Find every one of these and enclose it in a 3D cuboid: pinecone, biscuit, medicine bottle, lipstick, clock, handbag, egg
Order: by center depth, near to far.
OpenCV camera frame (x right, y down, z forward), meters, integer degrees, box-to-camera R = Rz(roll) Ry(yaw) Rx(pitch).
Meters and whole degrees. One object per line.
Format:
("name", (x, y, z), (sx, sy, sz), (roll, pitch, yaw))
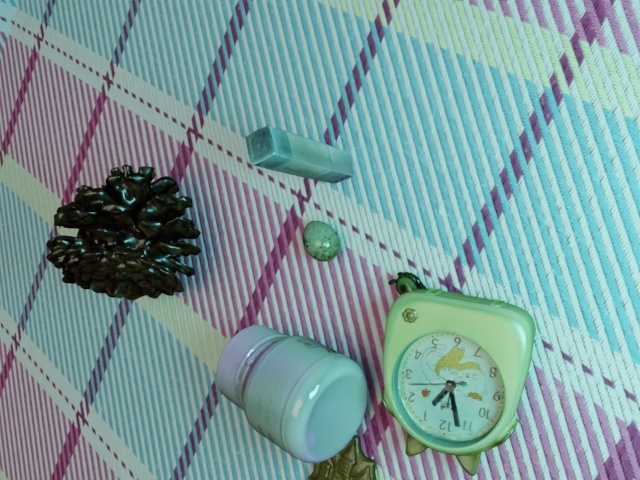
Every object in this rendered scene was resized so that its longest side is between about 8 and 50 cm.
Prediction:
("clock", (0.267, 0.282, 1.237), (0.286, 0.117, 0.349), (10, 97, 25))
("handbag", (0.206, 0.115, 1.342), (0.111, 0.047, 0.072), (51, 125, 17))
("lipstick", (-0.036, -0.183, 1.355), (0.066, 0.317, 0.068), (-21, 77, 31))
("medicine bottle", (-0.071, 0.334, 1.397), (0.302, 0.241, 0.241), (19, 98, 41))
("biscuit", (0.054, 0.555, 1.427), (0.182, 0.034, 0.215), (17, 97, 32))
("egg", (0.000, 0.000, 1.461), (0.085, 0.085, 0.110), (-48, 64, 22))
("pinecone", (-0.504, -0.025, 1.631), (0.397, 0.397, 0.398), (-2, 86, 33))
